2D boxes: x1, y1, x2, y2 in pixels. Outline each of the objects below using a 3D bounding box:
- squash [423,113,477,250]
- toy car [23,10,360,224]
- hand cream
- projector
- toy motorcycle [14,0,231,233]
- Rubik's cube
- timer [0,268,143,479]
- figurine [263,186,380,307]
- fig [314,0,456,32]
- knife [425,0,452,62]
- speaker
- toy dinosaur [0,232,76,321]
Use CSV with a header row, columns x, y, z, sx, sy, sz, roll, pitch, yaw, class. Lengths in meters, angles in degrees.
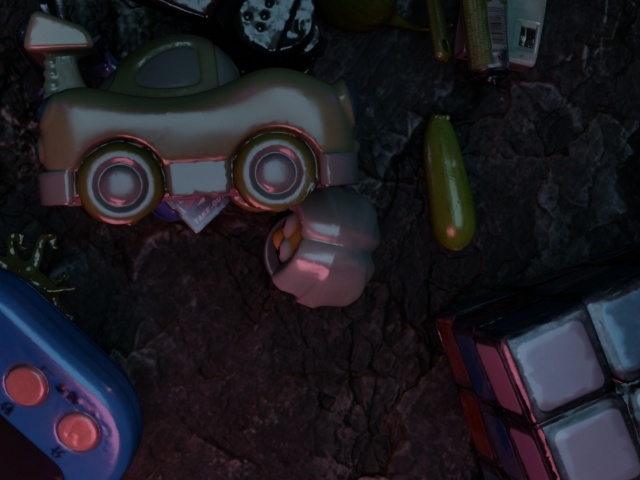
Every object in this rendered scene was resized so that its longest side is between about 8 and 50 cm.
x,y,z,sx,sy,sz,roll,pitch,yaw,class
0.184,-0.085,1.467,0.066,0.066,0.201,-7,86,-10,squash
-0.139,-0.136,1.122,0.336,0.242,0.226,-6,93,-9,toy car
0.230,-0.327,1.433,0.086,0.055,0.235,-2,80,-13,hand cream
0.262,-0.329,1.489,0.115,0.061,0.147,10,86,-8,projector
-0.258,-0.162,1.314,0.358,0.212,0.125,45,82,-6,toy motorcycle
0.389,0.204,1.344,0.363,0.359,0.362,-19,92,-10,Rubik's cube
-0.405,0.209,1.278,0.340,0.115,0.309,44,109,-6,timer
0.000,0.000,1.342,0.133,0.236,0.176,10,88,-9,figurine
0.089,-0.337,1.450,0.236,0.124,0.124,20,84,-30,fig
0.144,-0.411,1.445,0.061,0.027,0.343,10,67,-41,knife
-0.113,-0.283,1.299,0.198,0.329,0.259,-45,89,-8,speaker
-0.409,0.051,1.369,0.162,0.039,0.126,-2,90,-9,toy dinosaur
